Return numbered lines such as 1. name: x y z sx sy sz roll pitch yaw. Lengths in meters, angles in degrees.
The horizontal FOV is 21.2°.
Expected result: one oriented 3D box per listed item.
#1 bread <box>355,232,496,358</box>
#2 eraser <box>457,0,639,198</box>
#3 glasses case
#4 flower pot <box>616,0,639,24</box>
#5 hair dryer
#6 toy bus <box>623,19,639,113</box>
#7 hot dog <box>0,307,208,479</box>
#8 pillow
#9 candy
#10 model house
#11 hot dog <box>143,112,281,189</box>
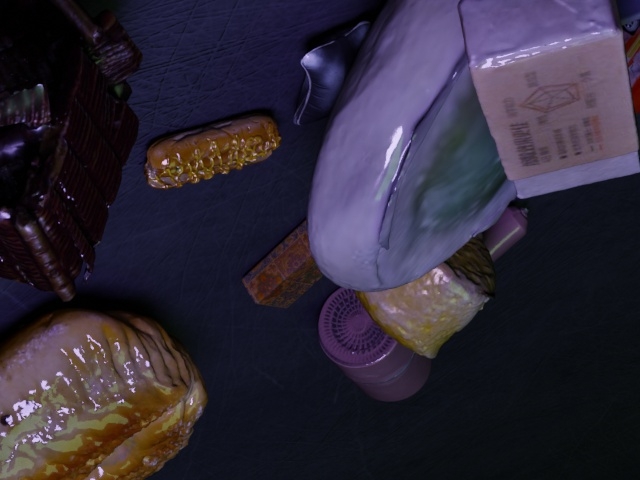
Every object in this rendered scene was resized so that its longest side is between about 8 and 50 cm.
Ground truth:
1. bread: 0.134 0.048 2.236 0.170 0.197 0.197 -33 155 27
2. eraser: 0.231 -0.143 1.667 0.144 0.078 0.343 -12 158 9
3. glasses case: 0.000 0.000 2.192 0.218 0.049 0.075 -42 155 20
4. flower pot: 0.274 -0.375 1.639 0.265 0.243 0.265 -23 149 -15
5. hair dryer: 0.169 0.078 2.442 0.352 0.125 0.210 -39 154 0
6. toy bus: 0.411 -0.231 2.198 0.079 0.077 0.174 -11 146 -34
7. hot dog: -0.323 0.225 2.091 0.365 0.196 0.367 -33 159 8
8. pillow: 0.013 -0.184 1.895 0.091 0.055 0.135 -7 147 -6
9. candy: 0.122 -0.139 1.855 0.427 0.186 0.386 -59 157 -7
10. model house: -0.283 -0.114 1.452 0.297 0.282 0.317 -28 153 -7
11. hot dog: -0.119 -0.100 1.906 0.165 0.045 0.071 -17 147 -25
